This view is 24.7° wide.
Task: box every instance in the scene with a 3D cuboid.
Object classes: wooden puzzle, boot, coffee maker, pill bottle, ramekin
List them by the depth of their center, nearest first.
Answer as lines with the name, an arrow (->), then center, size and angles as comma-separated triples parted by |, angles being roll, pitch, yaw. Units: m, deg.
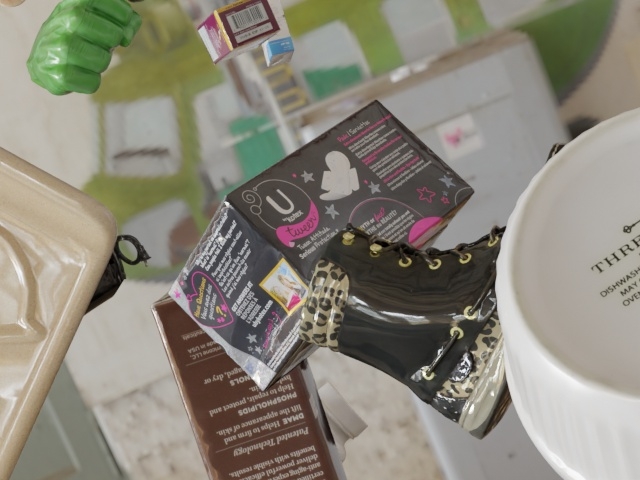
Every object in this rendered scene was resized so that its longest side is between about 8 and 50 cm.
ramekin -> 0.233, 0.033, 0.903 | 0.273, 0.127, 0.272 | -11, 56, 17
wooden puzzle -> -0.340, 0.049, 1.106 | 0.347, 0.322, 0.080 | -65, -10, 18
boot -> 0.094, 0.013, 1.114 | 0.179, 0.236, 0.085 | 24, 14, 18
coffee maker -> -0.340, 0.055, 1.852 | 0.171, 0.120, 0.178 | -37, 3, 33
pill bottle -> -0.035, 0.277, 1.910 | 0.193, 0.108, 0.108 | -41, 12, -3

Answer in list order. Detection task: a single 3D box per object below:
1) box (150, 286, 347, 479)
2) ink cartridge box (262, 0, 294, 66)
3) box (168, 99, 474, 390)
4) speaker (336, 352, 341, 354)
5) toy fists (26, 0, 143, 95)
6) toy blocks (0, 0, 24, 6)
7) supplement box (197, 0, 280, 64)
box -> -0.059, 0.220, 1.635 | 0.143, 0.381, 0.191 | -17, 4, 1
ink cartridge box -> -0.055, -0.242, 1.630 | 0.028, 0.083, 0.048 | -15, -7, -9
box -> 0.000, 0.000, 1.399 | 0.247, 0.142, 0.163 | -35, -14, -44
speaker -> 0.046, 0.127, 2.000 | 0.055, 0.055, 0.136 | -25, -3, -13
toy fists -> -0.245, -0.292, 1.708 | 0.279, 0.096, 0.142 | -63, 16, -13
toy blocks -> -0.372, -0.347, 1.860 | 0.123, 0.054, 0.148 | -43, 17, 2
supplement box -> -0.081, -0.207, 1.425 | 0.055, 0.043, 0.083 | -25, 4, -16
